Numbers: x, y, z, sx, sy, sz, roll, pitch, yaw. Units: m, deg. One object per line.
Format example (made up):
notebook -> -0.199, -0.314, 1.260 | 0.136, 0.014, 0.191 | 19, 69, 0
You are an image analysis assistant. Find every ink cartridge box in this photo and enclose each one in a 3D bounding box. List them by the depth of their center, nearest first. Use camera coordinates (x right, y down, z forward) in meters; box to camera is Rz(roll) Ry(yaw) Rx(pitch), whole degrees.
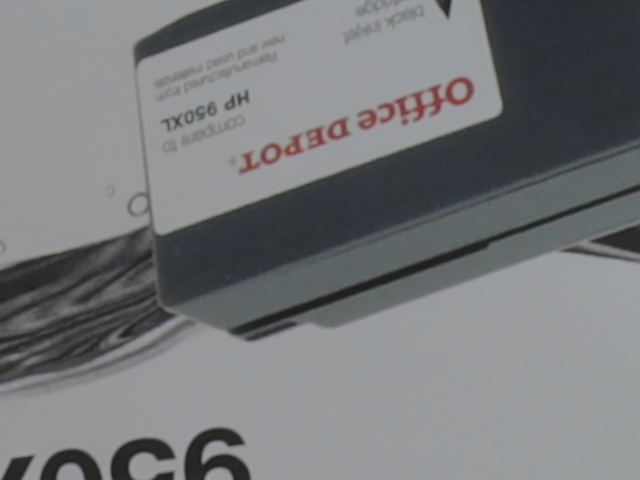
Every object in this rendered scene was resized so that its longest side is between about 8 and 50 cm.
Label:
ink cartridge box -> 0.000, 0.000, 0.541 | 0.166, 0.285, 0.395 | 79, 3, -74
